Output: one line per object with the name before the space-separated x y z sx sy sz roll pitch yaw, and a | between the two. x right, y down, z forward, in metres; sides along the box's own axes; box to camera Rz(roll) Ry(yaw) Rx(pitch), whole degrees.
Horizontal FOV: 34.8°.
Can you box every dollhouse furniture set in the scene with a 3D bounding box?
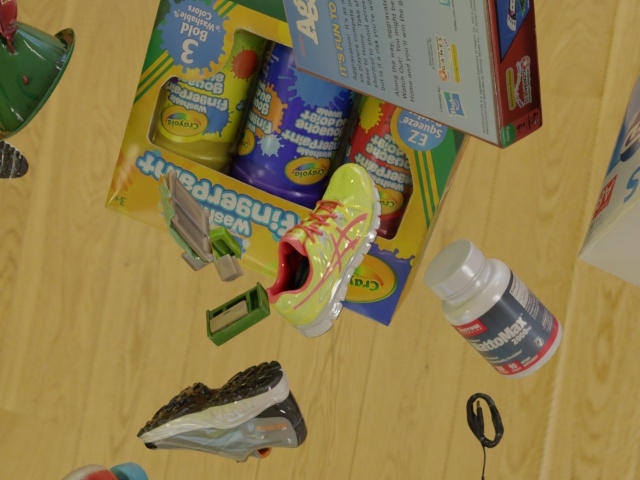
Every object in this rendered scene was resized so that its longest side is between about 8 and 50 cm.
dollhouse furniture set | -0.107 0.018 0.865 0.058 0.076 0.152 -30 126 12

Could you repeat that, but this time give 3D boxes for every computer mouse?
computer mouse | 0.242 0.343 1.490 0.071 0.041 0.242 -10 66 32

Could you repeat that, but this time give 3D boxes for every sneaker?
sneaker | 0.000 0.000 1.154 0.094 0.081 0.209 31 72 -39
sneaker | -0.559 -0.146 1.691 0.162 0.073 0.063 18 93 0
sneaker | -0.128 0.233 1.262 0.271 0.100 0.108 -19 107 42

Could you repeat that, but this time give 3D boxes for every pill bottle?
pill bottle | 0.223 0.088 1.340 0.108 0.108 0.180 -46 108 -1

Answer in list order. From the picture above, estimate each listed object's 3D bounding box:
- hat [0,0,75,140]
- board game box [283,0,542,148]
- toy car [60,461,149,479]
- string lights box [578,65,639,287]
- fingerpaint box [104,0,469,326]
hat | -0.434 -0.260 1.303 0.183 0.173 0.209 38 48 -33
board game box | 0.014 -0.181 0.384 0.027 0.145 0.281 -30 127 -26
toy car | -0.321 0.476 1.505 0.238 0.219 0.210 38 108 27
string lights box | 0.205 -0.106 0.436 0.076 0.133 0.260 26 62 -2
fingerpaint box | -0.033 -0.143 1.413 0.444 0.163 0.371 23 110 8
